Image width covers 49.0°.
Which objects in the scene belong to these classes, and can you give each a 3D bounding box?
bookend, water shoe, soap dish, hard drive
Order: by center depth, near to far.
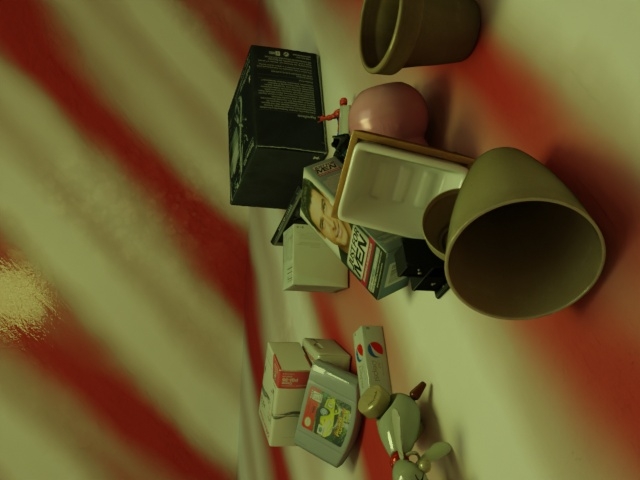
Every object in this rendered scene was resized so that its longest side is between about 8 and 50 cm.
[{"bbox_3d":[0.235,0.067,1.635,0.156,0.157,0.072,121,148,-53],"label":"bookend"},{"bbox_3d":[0.190,-0.130,1.649,0.118,0.290,0.229,-77,1,-60],"label":"soap dish"},{"bbox_3d":[0.076,-0.225,1.978,0.203,0.080,0.073,-103,14,-46],"label":"water shoe"},{"bbox_3d":[0.095,-0.239,2.166,0.203,0.040,0.308,19,-108,-73],"label":"hard drive"}]

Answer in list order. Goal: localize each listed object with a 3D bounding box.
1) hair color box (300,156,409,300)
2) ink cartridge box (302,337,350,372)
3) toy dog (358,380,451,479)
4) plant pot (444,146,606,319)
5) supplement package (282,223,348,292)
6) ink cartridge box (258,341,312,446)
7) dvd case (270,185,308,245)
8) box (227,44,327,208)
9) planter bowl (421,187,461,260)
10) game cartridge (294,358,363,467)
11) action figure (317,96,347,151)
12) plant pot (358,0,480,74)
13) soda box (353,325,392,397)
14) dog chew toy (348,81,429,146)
[{"bbox_3d":[0.094,-0.039,1.894,0.374,0.113,0.185,48,148,33],"label":"hair color box"},{"bbox_3d":[0.005,0.478,2.319,0.197,0.114,0.273,-152,66,-71],"label":"ink cartridge box"},{"bbox_3d":[0.214,0.441,1.623,0.161,0.220,0.334,-48,37,11],"label":"toy dog"},{"bbox_3d":[0.341,-0.043,1.253,0.274,0.256,0.257,-83,9,-53],"label":"plant pot"},{"bbox_3d":[-0.019,0.064,2.356,0.149,0.194,0.203,145,128,-69],"label":"supplement package"},{"bbox_3d":[-0.117,0.505,2.312,0.207,0.117,0.283,-130,46,-66],"label":"ink cartridge box"},{"bbox_3d":[-0.054,-0.078,2.449,0.030,0.179,0.239,50,123,37],"label":"dvd case"},{"bbox_3d":[-0.190,-0.443,2.853,0.480,0.297,0.472,126,142,-59],"label":"box"},{"bbox_3d":[0.298,-0.015,1.497,0.109,0.162,0.162,70,-166,-64],"label":"planter bowl"},{"bbox_3d":[0.032,0.534,2.151,0.196,0.060,0.294,19,103,28],"label":"game cartridge"},{"bbox_3d":[0.059,-0.337,2.366,0.139,0.091,0.281,-6,81,61],"label":"action figure"},{"bbox_3d":[0.237,-0.505,1.638,0.263,0.229,0.263,-176,90,-71],"label":"plant pot"},{"bbox_3d":[0.146,0.353,1.987,0.074,0.069,0.216,123,146,-55],"label":"soda box"},{"bbox_3d":[0.190,-0.226,1.785,0.206,0.206,0.332,175,83,-72],"label":"dog chew toy"}]
